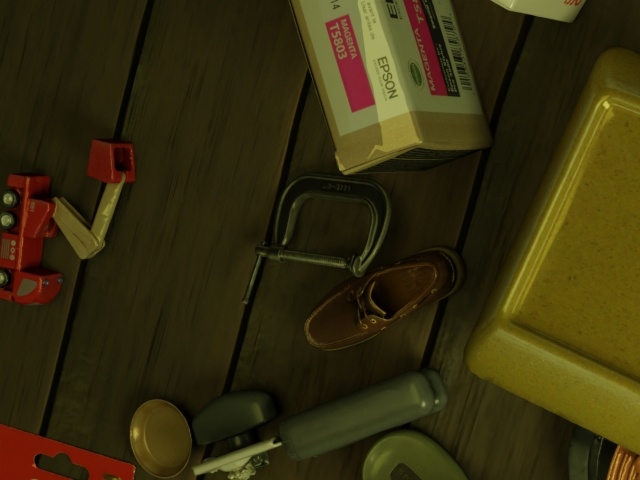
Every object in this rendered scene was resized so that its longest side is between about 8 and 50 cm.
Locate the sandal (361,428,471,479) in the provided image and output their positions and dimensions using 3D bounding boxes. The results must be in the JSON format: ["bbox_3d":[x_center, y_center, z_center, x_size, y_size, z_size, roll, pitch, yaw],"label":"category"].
[{"bbox_3d":[0.131,0.289,1.579,0.120,0.086,0.303,-51,56,3],"label":"sandal"}]

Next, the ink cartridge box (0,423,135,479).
[{"bbox_3d":[-0.307,0.336,1.841,0.189,0.066,0.232,13,102,24],"label":"ink cartridge box"}]

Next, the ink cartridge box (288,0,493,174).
[{"bbox_3d":[0.060,-0.183,1.567,0.088,0.193,0.234,-18,86,25],"label":"ink cartridge box"}]

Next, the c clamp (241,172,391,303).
[{"bbox_3d":[0.000,0.000,1.680,0.161,0.022,0.137,1,75,38],"label":"c clamp"}]

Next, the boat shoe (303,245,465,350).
[{"bbox_3d":[0.053,0.056,1.655,0.178,0.060,0.064,-28,81,24],"label":"boat shoe"}]

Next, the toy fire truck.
[{"bbox_3d":[-0.272,-0.019,1.808,0.135,0.047,0.192,11,98,23],"label":"toy fire truck"}]

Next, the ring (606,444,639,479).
[{"bbox_3d":[0.412,0.250,1.478,0.337,0.032,0.336,3,101,15],"label":"ring"}]

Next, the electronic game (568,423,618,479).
[{"bbox_3d":[0.338,0.207,1.538,0.229,0.048,0.229,2,98,17],"label":"electronic game"}]

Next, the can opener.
[{"bbox_3d":[-0.012,0.175,1.684,0.280,0.074,0.093,-18,84,24],"label":"can opener"}]

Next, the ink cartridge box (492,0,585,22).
[{"bbox_3d":[0.216,-0.335,1.483,0.115,0.198,0.273,34,106,19],"label":"ink cartridge box"}]

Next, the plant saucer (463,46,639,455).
[{"bbox_3d":[0.305,0.017,1.464,0.333,0.081,0.332,25,90,32],"label":"plant saucer"}]

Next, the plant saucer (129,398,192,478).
[{"bbox_3d":[-0.163,0.206,1.782,0.083,0.015,0.083,4,97,34],"label":"plant saucer"}]
